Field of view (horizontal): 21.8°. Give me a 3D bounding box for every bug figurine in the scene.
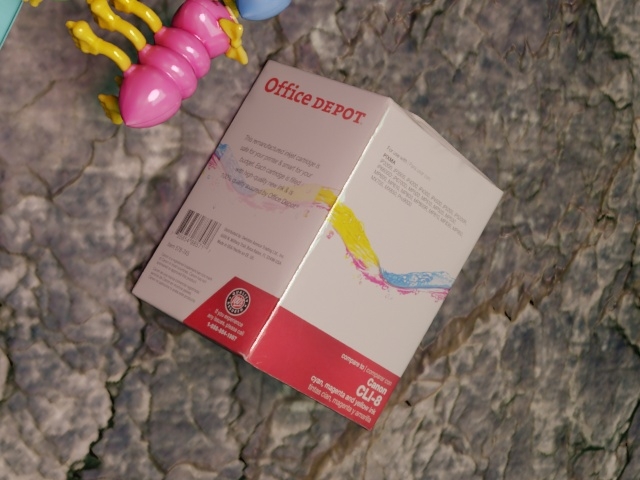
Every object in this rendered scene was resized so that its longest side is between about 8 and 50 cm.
[{"bbox_3d":[-0.065,-0.173,0.877,0.216,0.072,0.279,-56,154,-18],"label":"bug figurine"}]

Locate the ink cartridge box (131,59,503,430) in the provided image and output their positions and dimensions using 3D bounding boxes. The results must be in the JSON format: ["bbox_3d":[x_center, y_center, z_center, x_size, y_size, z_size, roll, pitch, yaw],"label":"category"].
[{"bbox_3d":[0.000,0.000,1.029,0.127,0.128,0.176,33,85,-41],"label":"ink cartridge box"}]

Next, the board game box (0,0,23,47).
[{"bbox_3d":[-0.261,-0.238,0.765,0.336,0.079,0.253,27,89,-41],"label":"board game box"}]
